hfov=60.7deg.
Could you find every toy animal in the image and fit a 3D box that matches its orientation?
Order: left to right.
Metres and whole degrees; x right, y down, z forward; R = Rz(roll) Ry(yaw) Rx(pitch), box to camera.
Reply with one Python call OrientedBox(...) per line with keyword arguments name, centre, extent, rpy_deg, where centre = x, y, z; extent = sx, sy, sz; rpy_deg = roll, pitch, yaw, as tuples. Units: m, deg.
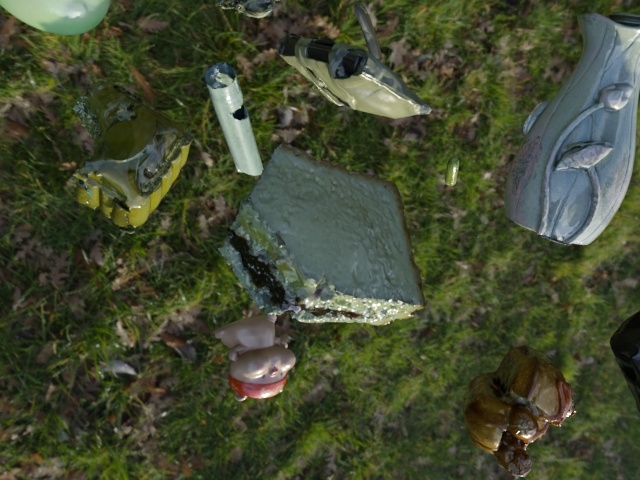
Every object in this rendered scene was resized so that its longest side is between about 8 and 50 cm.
OrientedBox(name="toy animal", centre=(-0.158, 0.287, 1.334), extent=(0.171, 0.171, 0.198), rpy_deg=(-4, 69, -45))

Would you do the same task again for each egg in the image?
OrientedBox(name="egg", centre=(-0.547, -0.537, 1.082), extent=(0.269, 0.220, 0.220), rpy_deg=(42, 74, -6))

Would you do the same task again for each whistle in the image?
OrientedBox(name="whistle", centre=(-0.166, -0.222, 1.090), extent=(0.062, 0.062, 0.312), rpy_deg=(-48, 161, -17))

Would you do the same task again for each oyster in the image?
OrientedBox(name="oyster", centre=(-0.109, -0.489, 0.996), extent=(0.351, 0.162, 0.158), rpy_deg=(-72, 154, -69))

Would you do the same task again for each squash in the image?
OrientedBox(name="squash", centre=(0.298, -0.158, 1.233), extent=(0.027, 0.027, 0.083), rpy_deg=(-47, 155, -18))

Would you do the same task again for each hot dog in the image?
OrientedBox(name="hot dog", centre=(0.294, 0.240, 0.807), extent=(0.158, 0.117, 0.349), rpy_deg=(-41, 164, 6))

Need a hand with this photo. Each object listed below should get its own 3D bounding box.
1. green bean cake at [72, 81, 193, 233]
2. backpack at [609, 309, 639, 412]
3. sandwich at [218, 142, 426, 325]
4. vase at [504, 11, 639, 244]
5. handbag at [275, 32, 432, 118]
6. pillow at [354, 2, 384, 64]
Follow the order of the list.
OrientedBox(name="green bean cake", centre=(-0.486, -0.218, 1.315), extent=(0.284, 0.202, 0.310), rpy_deg=(29, 58, -10))
OrientedBox(name="backpack", centre=(0.658, 0.168, 0.732), extent=(0.363, 0.445, 0.255), rpy_deg=(-32, 112, -18))
OrientedBox(name="sandwich", centre=(0.000, -0.001, 0.877), extent=(0.325, 0.263, 0.131), rpy_deg=(12, 146, -34))
OrientedBox(name="vase", centre=(0.537, -0.222, 1.107), extent=(0.249, 0.249, 0.446), rpy_deg=(-5, 117, -44))
OrientedBox(name="handbag", centre=(0.067, -0.366, 1.245), extent=(0.253, 0.315, 0.109), rpy_deg=(22, 96, -51))
OrientedBox(name="pillow", centre=(0.155, -0.628, 1.698), extent=(0.218, 0.033, 0.130), rpy_deg=(67, 26, -18))
